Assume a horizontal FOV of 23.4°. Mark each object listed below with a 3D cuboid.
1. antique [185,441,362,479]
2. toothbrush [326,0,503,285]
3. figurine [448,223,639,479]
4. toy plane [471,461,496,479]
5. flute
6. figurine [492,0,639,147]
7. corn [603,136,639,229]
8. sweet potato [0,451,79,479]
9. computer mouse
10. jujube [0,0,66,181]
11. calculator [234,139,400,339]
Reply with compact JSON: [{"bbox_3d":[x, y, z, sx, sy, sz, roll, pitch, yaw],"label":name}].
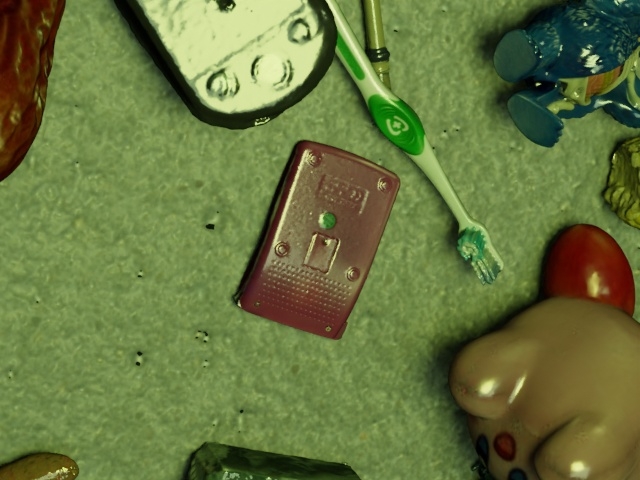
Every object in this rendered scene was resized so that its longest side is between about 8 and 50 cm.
[{"bbox_3d":[-0.051,0.274,1.611,0.183,0.086,0.088,12,99,-20],"label":"antique"},{"bbox_3d":[0.073,-0.129,1.555,0.042,0.040,0.418,-23,109,30],"label":"toothbrush"},{"bbox_3d":[0.276,0.172,1.625,0.261,0.270,0.211,-37,151,-23],"label":"figurine"},{"bbox_3d":[0.184,0.298,1.713,0.235,0.060,0.096,-11,120,-20],"label":"toy plane"},{"bbox_3d":[0.053,-0.227,1.551,0.027,0.027,0.233,-12,108,-15],"label":"flute"},{"bbox_3d":[0.288,-0.197,1.596,0.262,0.121,0.164,-12,114,-33],"label":"figurine"},{"bbox_3d":[0.476,-0.041,1.683,0.344,0.131,0.131,7,101,-18],"label":"corn"},{"bbox_3d":[-0.344,0.258,1.534,0.214,0.050,0.050,-19,109,-9],"label":"sweet potato"},{"bbox_3d":[-0.104,-0.240,1.457,0.170,0.100,0.269,-33,104,-7],"label":"computer mouse"},{"bbox_3d":[-0.311,-0.166,1.369,0.190,0.190,0.255,31,80,-22],"label":"jujube"},{"bbox_3d":[0.000,0.000,1.589,0.127,0.034,0.190,19,96,-20],"label":"calculator"}]
